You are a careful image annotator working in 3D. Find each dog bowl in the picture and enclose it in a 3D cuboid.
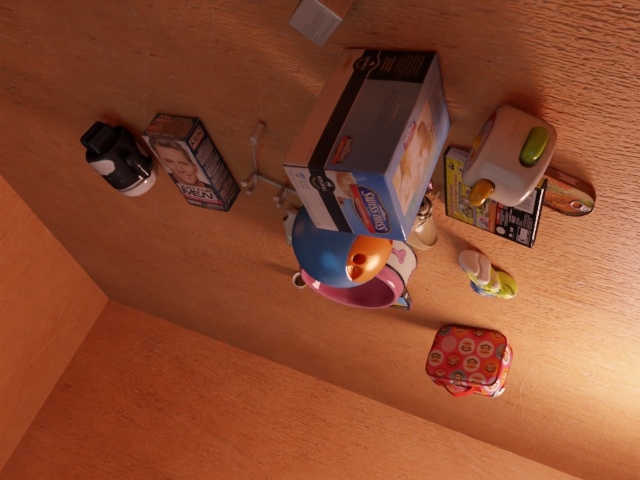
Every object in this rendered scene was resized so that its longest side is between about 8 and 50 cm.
[{"bbox_3d":[0.109,0.090,2.018,0.407,0.151,0.408,14,153,7],"label":"dog bowl"}]

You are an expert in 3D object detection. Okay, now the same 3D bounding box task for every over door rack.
[{"bbox_3d":[-0.111,-0.183,1.810,0.239,0.108,0.324,23,153,2],"label":"over door rack"}]

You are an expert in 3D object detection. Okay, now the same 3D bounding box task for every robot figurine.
[{"bbox_3d":[-0.677,-0.276,2.060,0.173,0.209,0.278,-27,133,12],"label":"robot figurine"}]

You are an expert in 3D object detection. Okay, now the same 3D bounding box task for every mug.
[{"bbox_3d":[-0.075,0.172,2.471,0.078,0.062,0.064,28,162,10],"label":"mug"}]

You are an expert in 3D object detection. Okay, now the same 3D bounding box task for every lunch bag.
[{"bbox_3d":[0.542,0.457,2.233,0.293,0.258,0.120,5,146,36],"label":"lunch bag"}]

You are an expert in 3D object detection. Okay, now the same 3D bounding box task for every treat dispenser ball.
[{"bbox_3d":[0.062,-0.010,1.708,0.288,0.288,0.288,20,153,11],"label":"treat dispenser ball"}]

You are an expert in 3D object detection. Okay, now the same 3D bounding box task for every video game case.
[{"bbox_3d":[0.430,-0.105,1.521,0.248,0.035,0.275,24,157,25],"label":"video game case"}]

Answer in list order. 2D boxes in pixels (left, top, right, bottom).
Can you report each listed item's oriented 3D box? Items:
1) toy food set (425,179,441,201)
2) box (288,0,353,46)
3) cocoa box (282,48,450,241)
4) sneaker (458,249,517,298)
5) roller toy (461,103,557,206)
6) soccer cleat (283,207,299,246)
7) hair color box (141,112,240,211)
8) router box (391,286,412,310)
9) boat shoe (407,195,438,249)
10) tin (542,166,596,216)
[{"bbox_3d":[0.267,-0.155,1.638,0.122,0.019,0.078,32,153,2],"label":"toy food set"},{"bbox_3d":[0.006,-0.468,1.206,0.087,0.102,0.101,31,153,-15],"label":"box"},{"bbox_3d":[0.116,-0.210,1.302,0.227,0.347,0.231,10,150,27],"label":"cocoa box"},{"bbox_3d":[0.484,0.116,1.858,0.240,0.091,0.126,35,152,-20],"label":"sneaker"},{"bbox_3d":[0.391,-0.181,1.289,0.146,0.191,0.209,26,124,2],"label":"roller toy"},{"bbox_3d":[-0.098,-0.049,2.093,0.076,0.068,0.196,29,146,5],"label":"soccer cleat"},{"bbox_3d":[-0.409,-0.245,1.956,0.173,0.105,0.347,11,149,25],"label":"hair color box"},{"bbox_3d":[0.242,0.198,2.260,0.178,0.046,0.133,8,149,30],"label":"router box"},{"bbox_3d":[0.252,-0.081,1.643,0.098,0.109,0.302,9,145,49],"label":"boat shoe"},{"bbox_3d":[0.559,-0.119,1.435,0.189,0.040,0.106,25,157,2],"label":"tin"}]
